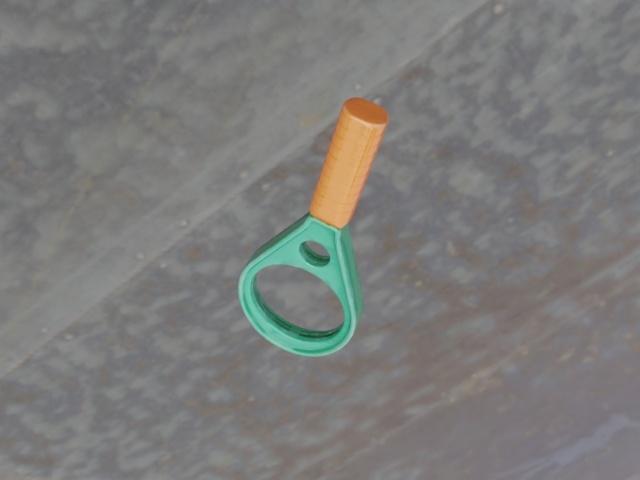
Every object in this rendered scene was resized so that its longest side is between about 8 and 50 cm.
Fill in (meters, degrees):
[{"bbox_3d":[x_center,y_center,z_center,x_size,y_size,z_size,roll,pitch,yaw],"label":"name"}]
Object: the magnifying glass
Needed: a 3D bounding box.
[{"bbox_3d":[0.000,0.000,0.656,0.092,0.026,0.231,26,134,6],"label":"magnifying glass"}]
